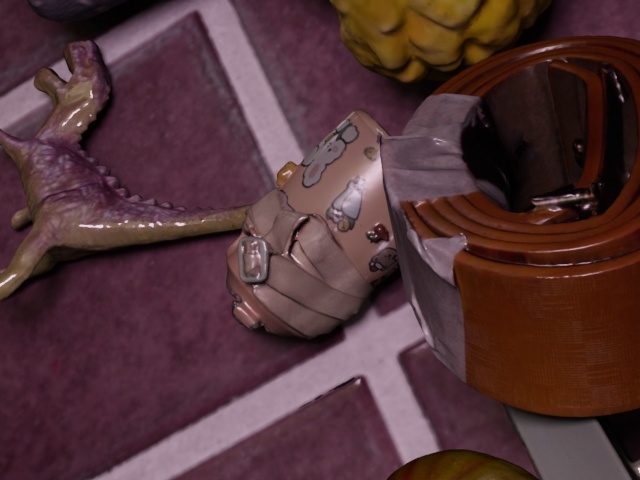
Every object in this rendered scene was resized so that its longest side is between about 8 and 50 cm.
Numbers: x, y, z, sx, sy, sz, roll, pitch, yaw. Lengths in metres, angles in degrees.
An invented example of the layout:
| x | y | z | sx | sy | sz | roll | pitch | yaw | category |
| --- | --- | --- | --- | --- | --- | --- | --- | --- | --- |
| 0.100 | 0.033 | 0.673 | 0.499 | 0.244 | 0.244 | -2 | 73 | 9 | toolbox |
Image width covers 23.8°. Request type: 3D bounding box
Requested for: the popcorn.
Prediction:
| x | y | z | sx | sy | sz | roll | pitch | yaw | category |
| --- | --- | --- | --- | --- | --- | --- | --- | --- | --- |
| 0.052 | -0.208 | 0.928 | 0.203 | 0.226 | 0.200 | 2 | 27 | 28 | popcorn |

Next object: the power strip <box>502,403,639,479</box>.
| x | y | z | sx | sy | sz | roll | pitch | yaw | category |
| --- | --- | --- | --- | --- | --- | --- | --- | --- | --- |
| 0.156 | 0.131 | 0.780 | 0.061 | 0.145 | 0.216 | -33 | 26 | 8 | power strip |

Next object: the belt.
| x | y | z | sx | sy | sz | roll | pitch | yaw | category |
| --- | --- | --- | --- | --- | --- | --- | --- | --- | --- |
| 0.126 | -0.020 | 0.802 | 0.184 | 0.105 | 0.261 | -6 | 32 | 15 | belt |

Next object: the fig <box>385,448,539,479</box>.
| x | y | z | sx | sy | sz | roll | pitch | yaw | category |
| --- | --- | --- | --- | --- | --- | --- | --- | --- | --- |
| 0.054 | 0.163 | 0.757 | 0.124 | 0.236 | 0.124 | -5 | 78 | 22 | fig |

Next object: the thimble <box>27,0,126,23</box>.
| x | y | z | sx | sy | sz | roll | pitch | yaw | category |
| --- | --- | --- | --- | --- | --- | --- | --- | --- | --- |
| -0.151 | -0.275 | 1.047 | 0.172 | 0.205 | 0.236 | -20 | 34 | 9 | thimble |

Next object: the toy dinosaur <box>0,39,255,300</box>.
| x | y | z | sx | sy | sz | roll | pitch | yaw | category |
| --- | --- | --- | --- | --- | --- | --- | --- | --- | --- |
| -0.145 | -0.026 | 1.016 | 0.200 | 0.072 | 0.251 | -44 | 49 | -10 | toy dinosaur |

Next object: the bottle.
| x | y | z | sx | sy | sz | roll | pitch | yaw | category |
| --- | --- | --- | --- | --- | --- | --- | --- | --- | --- |
| 0.001 | 0.001 | 0.927 | 0.152 | 0.099 | 0.099 | -43 | 60 | 4 | bottle |
